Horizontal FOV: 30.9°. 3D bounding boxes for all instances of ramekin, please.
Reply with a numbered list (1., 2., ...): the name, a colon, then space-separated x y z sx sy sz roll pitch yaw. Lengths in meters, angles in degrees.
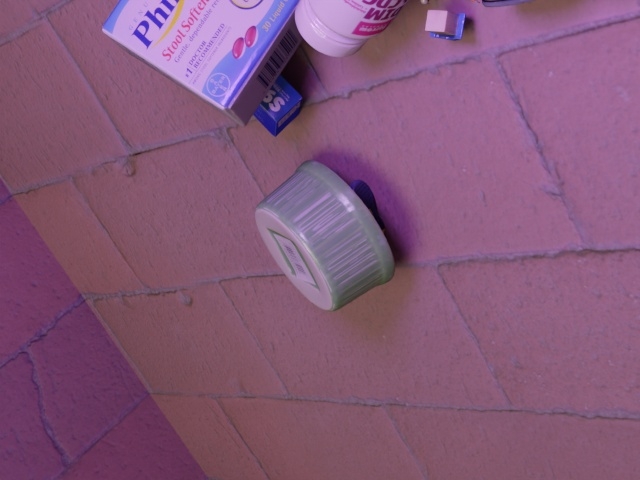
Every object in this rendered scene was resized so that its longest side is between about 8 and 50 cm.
1. ramekin: 0.000 0.000 2.374 0.303 0.148 0.303 48 163 20

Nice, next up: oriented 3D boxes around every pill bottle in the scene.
1. pill bottle: 0.074 -0.430 1.888 0.160 0.160 0.283 46 145 1

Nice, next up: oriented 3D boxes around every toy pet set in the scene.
1. toy pet set: 0.220 -0.388 1.892 0.122 0.065 0.114 13 96 38

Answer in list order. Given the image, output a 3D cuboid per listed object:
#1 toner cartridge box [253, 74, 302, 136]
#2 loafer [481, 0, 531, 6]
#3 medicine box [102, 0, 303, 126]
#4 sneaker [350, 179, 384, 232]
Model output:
1. toner cartridge box: -0.182 -0.365 2.282 0.348 0.075 0.165 46 173 1
2. loafer: 0.345 -0.408 1.684 0.268 0.096 0.084 -5 119 40
3. medicine box: -0.195 -0.399 2.100 0.289 0.263 0.149 33 180 13
4. sneaker: 0.082 -0.061 2.381 0.059 0.053 0.144 13 133 44
